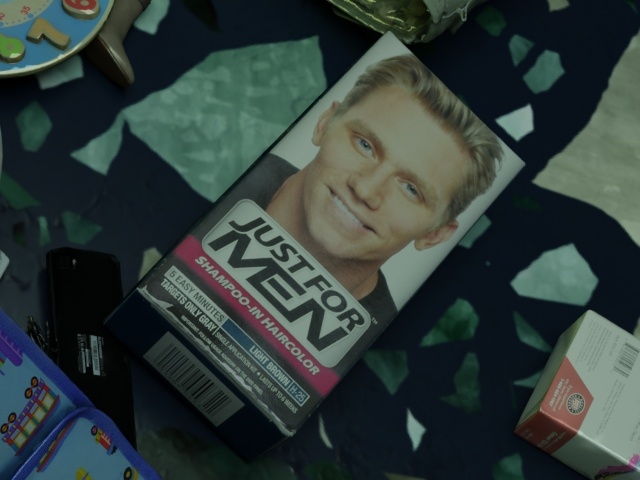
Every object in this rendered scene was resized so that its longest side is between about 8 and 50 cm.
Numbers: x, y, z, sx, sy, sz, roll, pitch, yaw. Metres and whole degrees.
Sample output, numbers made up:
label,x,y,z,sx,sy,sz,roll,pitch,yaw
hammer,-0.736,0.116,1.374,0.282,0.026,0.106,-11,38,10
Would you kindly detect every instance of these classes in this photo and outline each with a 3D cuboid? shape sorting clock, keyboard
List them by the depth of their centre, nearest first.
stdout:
label,x,y,z,sx,sy,sz,roll,pitch,yaw
keyboard,-0.203,0.097,1.487,0.100,0.038,0.192,13,59,-39
shape sorting clock,-0.278,-0.228,1.577,0.206,0.040,0.206,1,60,-1

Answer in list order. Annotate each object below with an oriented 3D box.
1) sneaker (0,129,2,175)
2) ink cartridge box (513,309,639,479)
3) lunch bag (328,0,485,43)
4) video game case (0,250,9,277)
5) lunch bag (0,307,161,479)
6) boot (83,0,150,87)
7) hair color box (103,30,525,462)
label,x,y,z,sx,sy,sz,roll,pitch,yaw
sneaker,-0.333,-0.099,1.286,0.127,0.319,0.208,6,33,21
ink cartridge box,0.283,0.164,1.595,0.198,0.067,0.115,32,61,-1
lunch bag,0.074,-0.327,1.690,0.287,0.169,0.235,44,60,9
video game case,-0.341,0.023,1.399,0.183,0.023,0.201,46,38,-22
lunch bag,-0.259,0.192,1.327,0.221,0.138,0.293,-56,130,-20
boot,-0.179,-0.199,1.617,0.087,0.042,0.118,-39,83,-31
hair color box,0.000,0.000,1.543,0.174,0.105,0.347,44,60,-3
